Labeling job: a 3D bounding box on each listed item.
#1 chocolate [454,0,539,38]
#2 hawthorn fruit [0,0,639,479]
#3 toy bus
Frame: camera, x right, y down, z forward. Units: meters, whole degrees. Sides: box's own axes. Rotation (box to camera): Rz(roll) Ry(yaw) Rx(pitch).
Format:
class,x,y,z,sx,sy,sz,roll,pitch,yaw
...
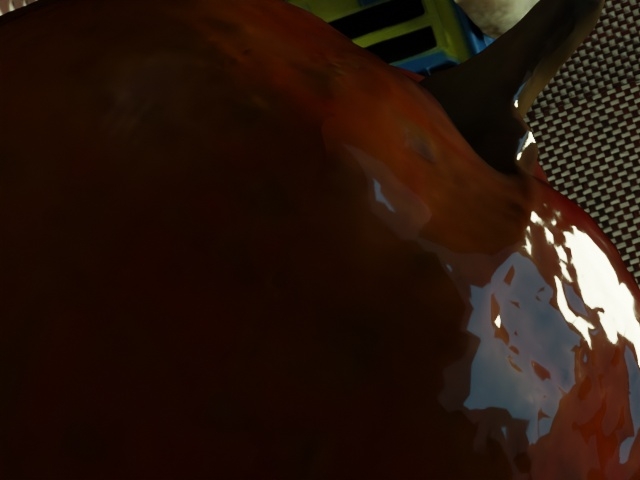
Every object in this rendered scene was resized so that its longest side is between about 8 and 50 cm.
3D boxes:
class,x,y,z,sx,sy,sz,roll,pitch,yaw
chocolate,0.129,-0.255,1.368,0.254,0.080,0.157,34,50,-61
hawthorn fruit,-0.029,0.038,0.400,0.215,0.250,0.215,38,14,-11
toy bus,0.038,-0.191,1.468,0.138,0.175,0.288,-96,164,-57
